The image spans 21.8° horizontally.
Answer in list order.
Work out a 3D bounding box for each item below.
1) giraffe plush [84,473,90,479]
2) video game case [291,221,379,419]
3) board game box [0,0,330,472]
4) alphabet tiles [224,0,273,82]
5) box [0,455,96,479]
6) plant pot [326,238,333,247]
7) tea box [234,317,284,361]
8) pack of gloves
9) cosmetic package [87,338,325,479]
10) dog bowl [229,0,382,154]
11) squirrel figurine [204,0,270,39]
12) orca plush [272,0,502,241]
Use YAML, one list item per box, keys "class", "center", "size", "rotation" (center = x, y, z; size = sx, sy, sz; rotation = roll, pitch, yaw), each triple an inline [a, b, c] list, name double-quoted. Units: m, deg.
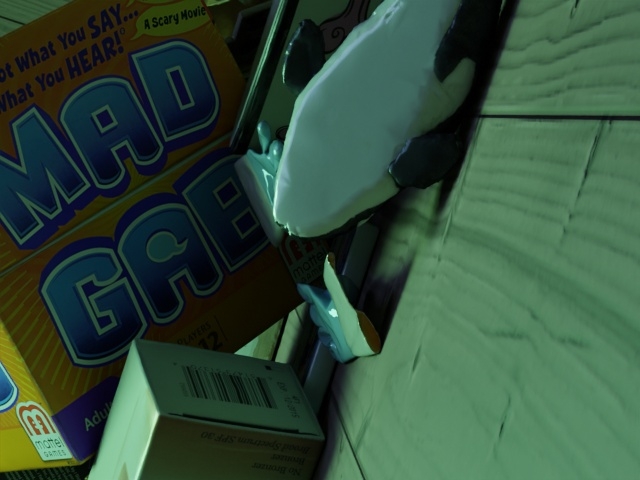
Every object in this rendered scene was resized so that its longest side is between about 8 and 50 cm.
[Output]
- class: "giraffe plush"
  center: [-0.142, 0.226, 1.633]
  size: [0.181, 0.171, 0.210]
  rotation: [96, -174, -73]
- class: "video game case"
  center: [0.005, 0.079, 1.516]
  size: [0.183, 0.023, 0.201]
  rotation: [-166, 95, -85]
- class: "board game box"
  center: [-0.277, -0.014, 1.629]
  size: [0.356, 0.356, 0.356]
  rotation: [-36, 14, -38]
- class: "alphabet tiles"
  center: [-0.042, -0.213, 1.938]
  size: [0.011, 0.285, 0.342]
  rotation: [64, 162, 13]
- class: "box"
  center: [-0.202, 0.229, 1.789]
  size: [0.270, 0.143, 0.165]
  rotation: [-31, -5, -14]
- class: "plant pot"
  center: [-0.060, -0.051, 1.820]
  size: [0.215, 0.215, 0.230]
  rotation: [-146, 57, -85]
- class: "tea box"
  center: [-0.155, 0.051, 2.255]
  size: [0.323, 0.220, 0.329]
  rotation: [122, 165, -74]
- class: "pack of gloves"
  center: [0.000, 0.000, 1.321]
  size: [0.195, 0.046, 0.232]
  rotation: [65, 170, 3]
- class: "cosmetic package"
  center: [-0.121, 0.248, 1.414]
  size: [0.129, 0.153, 0.296]
  rotation: [-119, 43, -59]
- class: "dog bowl"
  center: [0.052, -0.247, 1.431]
  size: [0.408, 0.150, 0.408]
  rotation: [-162, 90, -84]
- class: "squirrel figurine"
  center: [-0.089, -0.282, 2.211]
  size: [0.370, 0.281, 0.397]
  rotation: [-56, -22, -33]
- class: "orca plush"
  center: [0.063, -0.129, 1.172]
  size: [0.102, 0.151, 0.287]
  rotation: [1, -73, -62]
